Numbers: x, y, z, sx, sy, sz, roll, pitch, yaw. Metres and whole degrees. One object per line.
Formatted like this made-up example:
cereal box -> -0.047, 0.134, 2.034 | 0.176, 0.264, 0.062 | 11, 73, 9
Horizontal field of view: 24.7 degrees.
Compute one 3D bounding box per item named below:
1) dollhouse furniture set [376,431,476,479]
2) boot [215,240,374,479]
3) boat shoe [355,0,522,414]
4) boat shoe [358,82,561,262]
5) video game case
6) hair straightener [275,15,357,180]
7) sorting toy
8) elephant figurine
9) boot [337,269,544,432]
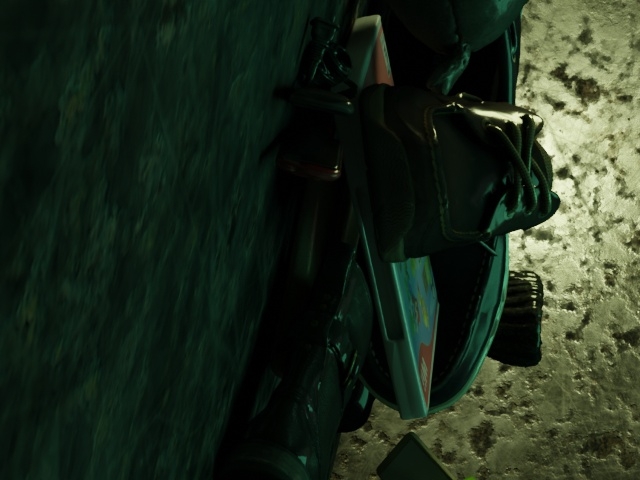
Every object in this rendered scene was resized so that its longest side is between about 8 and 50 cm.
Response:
dollhouse furniture set -> -0.003, 0.289, 1.310 | 0.301, 0.151, 0.197 | -11, 144, -55
boot -> -0.008, 0.159, 1.124 | 0.229, 0.091, 0.263 | -66, 167, -44
boat shoe -> 0.102, -0.067, 1.421 | 0.156, 0.187, 0.500 | -37, 136, -75
boat shoe -> 0.110, -0.062, 1.101 | 0.355, 0.130, 0.132 | -35, 116, -77
video game case -> 0.058, -0.024, 1.216 | 0.204, 0.025, 0.285 | -74, 154, -64
hair straightener -> 0.009, -0.102, 0.955 | 0.230, 0.047, 0.089 | -60, 163, -76
sorting toy -> 0.000, 0.000, 1.242 | 0.208, 0.038, 0.193 | -44, 147, -73
elephant figurine -> 0.100, -0.276, 1.138 | 0.169, 0.186, 0.239 | -32, 148, -12
boot -> 0.128, 0.120, 1.693 | 0.348, 0.260, 0.131 | -71, 172, -56
